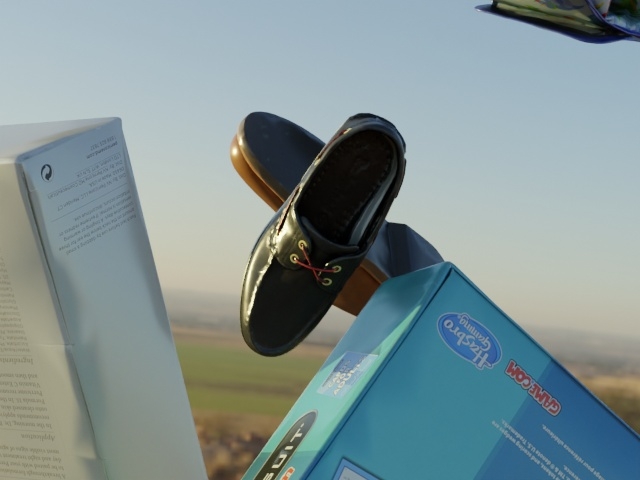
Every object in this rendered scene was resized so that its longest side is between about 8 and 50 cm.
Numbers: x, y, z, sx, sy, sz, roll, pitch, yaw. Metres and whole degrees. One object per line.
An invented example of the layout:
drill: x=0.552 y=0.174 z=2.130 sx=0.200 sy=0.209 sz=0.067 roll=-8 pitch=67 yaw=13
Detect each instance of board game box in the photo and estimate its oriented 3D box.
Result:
board game box: x=0.045 y=0.220 z=0.661 sx=0.254 sy=0.336 sz=0.079 roll=42 pitch=-22 yaw=-12

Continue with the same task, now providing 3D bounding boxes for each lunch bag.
lunch bag: x=0.180 y=-0.209 z=1.084 sx=0.129 sy=0.096 sz=0.151 roll=24 pitch=-8 yaw=36

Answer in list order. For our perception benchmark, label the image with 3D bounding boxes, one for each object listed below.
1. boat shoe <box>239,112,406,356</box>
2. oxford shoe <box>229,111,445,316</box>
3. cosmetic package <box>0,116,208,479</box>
boat shoe: x=-0.002 y=-0.001 z=0.678 sx=0.049 sy=0.133 sz=0.042 roll=29 pitch=8 yaw=-6
oxford shoe: x=0.002 y=0.000 z=0.903 sx=0.076 sy=0.076 sz=0.212 roll=-24 pitch=-49 yaw=27
cosmetic package: x=-0.263 y=0.077 z=0.896 sx=0.377 sy=0.284 sz=0.097 roll=0 pitch=18 yaw=32
